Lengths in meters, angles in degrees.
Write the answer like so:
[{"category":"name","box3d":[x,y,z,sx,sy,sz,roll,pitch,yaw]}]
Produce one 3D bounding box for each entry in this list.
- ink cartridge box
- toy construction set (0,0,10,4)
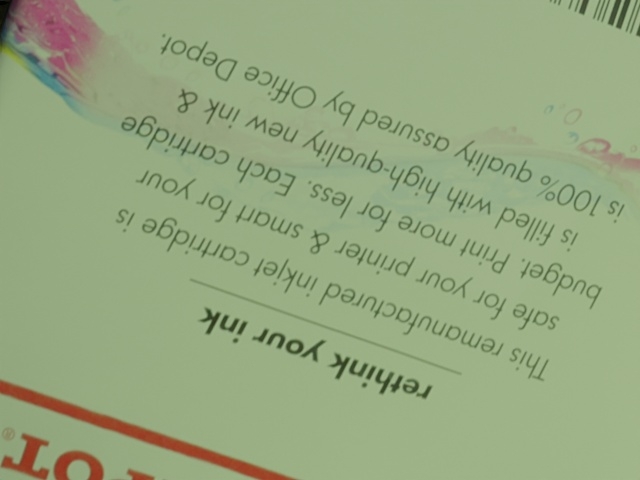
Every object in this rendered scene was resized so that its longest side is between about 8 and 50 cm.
[{"category":"ink cartridge box","box3d":[0.000,0.000,0.509,0.207,0.119,0.354,20,87,-9]},{"category":"toy construction set","box3d":[-0.036,-0.165,0.662,0.215,0.151,0.328,6,57,-46]}]
